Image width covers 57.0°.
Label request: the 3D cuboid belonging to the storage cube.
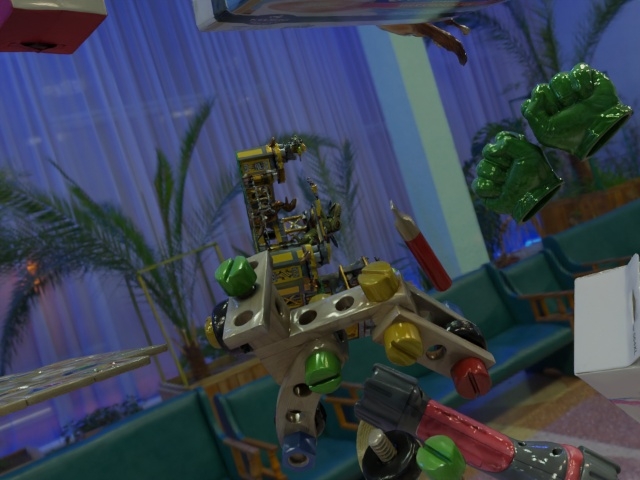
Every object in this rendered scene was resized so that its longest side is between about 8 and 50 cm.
[{"bbox_3d":[-0.561,-0.495,1.154,0.184,0.215,0.193,-14,2,-43],"label":"storage cube"}]

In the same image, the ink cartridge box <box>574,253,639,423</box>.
[{"bbox_3d":[0.271,0.081,0.469,0.090,0.143,0.092,-25,39,45],"label":"ink cartridge box"}]

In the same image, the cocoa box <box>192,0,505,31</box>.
[{"bbox_3d":[0.052,-0.356,0.605,0.347,0.231,0.228,-12,14,-28],"label":"cocoa box"}]

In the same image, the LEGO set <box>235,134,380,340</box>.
[{"bbox_3d":[0.000,0.000,0.869,0.192,0.255,0.331,-12,39,-8],"label":"LEGO set"}]

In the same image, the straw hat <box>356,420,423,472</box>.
[{"bbox_3d":[0.123,0.322,0.902,0.061,0.144,0.144,9,-15,-36],"label":"straw hat"}]

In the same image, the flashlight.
[{"bbox_3d":[0.190,0.244,0.708,0.304,0.103,0.103,24,24,14],"label":"flashlight"}]

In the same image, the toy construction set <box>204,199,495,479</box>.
[{"bbox_3d":[0.029,0.065,0.615,0.257,0.237,0.309,-16,30,38],"label":"toy construction set"}]

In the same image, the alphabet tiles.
[{"bbox_3d":[-0.335,0.157,0.592,0.343,0.011,0.285,-15,-1,40],"label":"alphabet tiles"}]

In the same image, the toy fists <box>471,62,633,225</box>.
[{"bbox_3d":[0.366,-0.162,0.983,0.096,0.142,0.279,-8,-39,-52],"label":"toy fists"}]

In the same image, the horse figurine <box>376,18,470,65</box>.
[{"bbox_3d":[0.124,-0.357,0.947,0.174,0.066,0.263,2,27,-43],"label":"horse figurine"}]
